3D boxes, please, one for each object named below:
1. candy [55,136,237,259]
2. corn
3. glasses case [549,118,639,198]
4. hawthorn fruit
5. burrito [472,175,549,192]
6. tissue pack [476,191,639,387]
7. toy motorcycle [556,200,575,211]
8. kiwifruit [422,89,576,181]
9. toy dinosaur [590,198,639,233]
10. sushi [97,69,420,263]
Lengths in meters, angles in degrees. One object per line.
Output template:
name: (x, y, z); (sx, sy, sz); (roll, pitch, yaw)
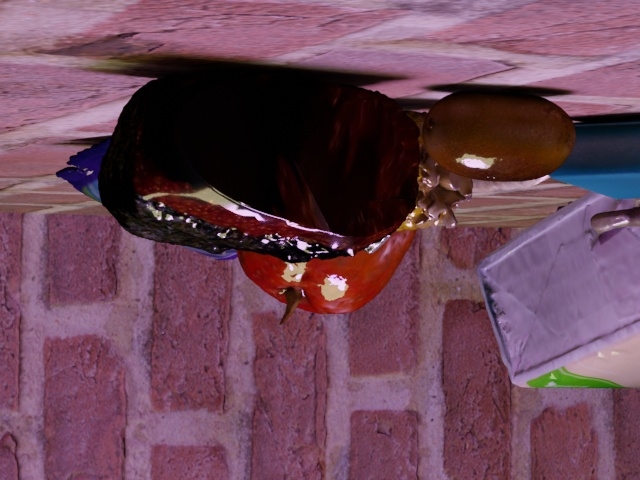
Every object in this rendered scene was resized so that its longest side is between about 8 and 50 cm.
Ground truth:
candy: (-0.134, -0.037, 2.032); (0.275, 0.070, 0.145); (23, 153, -28)
corn: (-0.013, -0.064, 1.662); (0.305, 0.106, 0.106); (5, -179, 35)
glasses case: (0.349, -0.077, 1.640); (0.301, 0.070, 0.117); (1, 173, 39)
hawthorn fruit: (0.000, 0.000, 1.919); (0.179, 0.200, 0.179); (13, 156, 6)
burrito: (0.186, -0.072, 2.027); (0.041, 0.045, 0.185); (41, 161, -24)
tissue pack: (0.452, 0.051, 2.314); (0.405, 0.205, 0.332); (1, 157, -36)
toy motorcycle: (0.430, -0.038, 2.543); (0.225, 0.073, 0.152); (-1, -179, 24)
kiwifruit: (0.137, -0.080, 1.495); (0.124, 0.075, 0.075); (6, 176, -25)
toy dinosaur: (0.384, -0.061, 1.992); (0.162, 0.077, 0.294); (-5, -170, 28)
sushi: (-0.045, -0.054, 1.413); (0.225, 0.136, 0.126); (7, 166, -31)
